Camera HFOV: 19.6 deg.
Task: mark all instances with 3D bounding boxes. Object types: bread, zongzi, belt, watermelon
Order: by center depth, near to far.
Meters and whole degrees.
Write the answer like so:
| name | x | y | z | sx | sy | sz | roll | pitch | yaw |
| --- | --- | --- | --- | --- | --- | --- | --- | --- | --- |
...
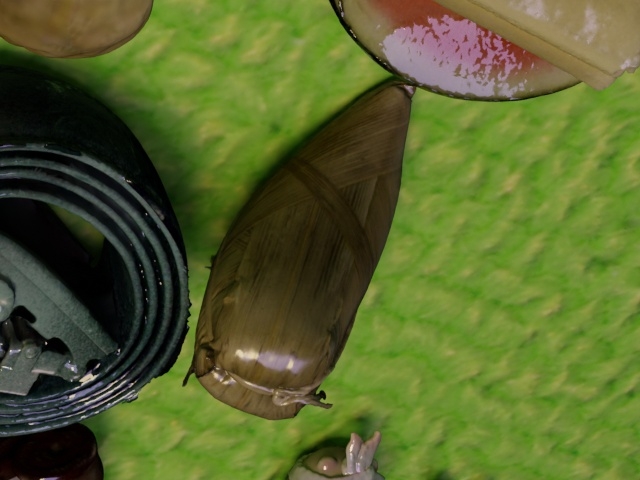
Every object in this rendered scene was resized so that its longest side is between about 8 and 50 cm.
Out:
| name | x | y | z | sx | sy | sz | roll | pitch | yaw |
| --- | --- | --- | --- | --- | --- | --- | --- | --- | --- |
| bread | 0.124 | -0.181 | 1.060 | 0.178 | 0.060 | 0.139 | 22 | 92 | -24 |
| belt | -0.193 | 0.000 | 1.107 | 0.206 | 0.116 | 0.267 | -26 | 135 | 0 |
| watermelon | 0.115 | -0.149 | 1.126 | 0.245 | 0.063 | 0.119 | -8 | 117 | -11 |
| zongzi | 0.000 | 0.000 | 1.131 | 0.099 | 0.194 | 0.197 | 30 | 113 | -10 |

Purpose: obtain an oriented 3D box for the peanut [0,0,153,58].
| name | x | y | z | sx | sy | sz | roll | pitch | yaw |
| --- | --- | --- | --- | --- | --- | --- | --- | --- | --- |
| peanut | -0.199 | -0.183 | 0.952 | 0.274 | 0.111 | 0.125 | 21 | 115 | -32 |

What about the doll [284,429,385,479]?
| name | x | y | z | sx | sy | sz | roll | pitch | yaw |
| --- | --- | --- | --- | --- | --- | --- | --- | --- | --- |
| doll | 0.010 | 0.193 | 1.354 | 0.073 | 0.084 | 0.127 | 10 | 132 | -26 |

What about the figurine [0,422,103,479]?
| name | x | y | z | sx | sy | sz | roll | pitch | yaw |
| --- | --- | --- | --- | --- | --- | --- | --- | --- | --- |
| figurine | -0.209 | 0.287 | 1.319 | 0.281 | 0.167 | 0.370 | 12 | 121 | 15 |
